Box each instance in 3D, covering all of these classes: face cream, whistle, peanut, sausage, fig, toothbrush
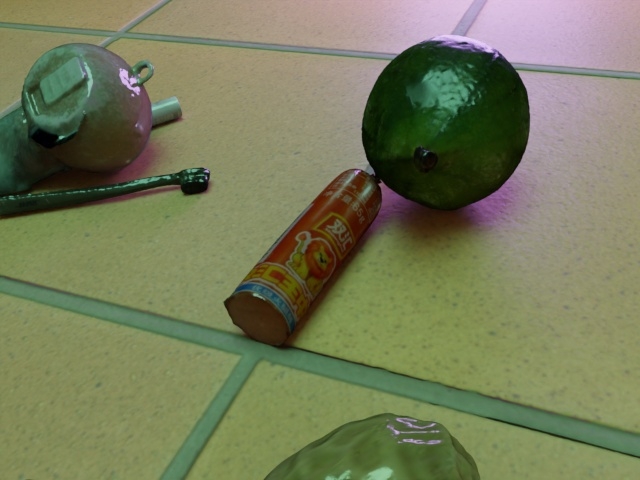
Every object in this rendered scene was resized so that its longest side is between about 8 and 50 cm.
[{"bbox_3d":[-0.280,-0.187,1.090,0.130,0.034,0.034,-23,41,-16],"label":"face cream"},{"bbox_3d":[-0.371,-0.147,0.991,0.348,0.189,0.189,-29,39,9],"label":"whistle"},{"bbox_3d":[0.052,0.226,0.467,0.197,0.110,0.233,-25,40,-20],"label":"peanut"},{"bbox_3d":[0.000,0.000,0.784,0.074,0.074,0.274,14,43,25],"label":"sausage"},{"bbox_3d":[0.120,-0.125,0.793,0.203,0.203,0.235,16,22,26],"label":"fig"},{"bbox_3d":[-0.295,-0.063,0.945,0.298,0.030,0.030,-8,49,0],"label":"toothbrush"}]
